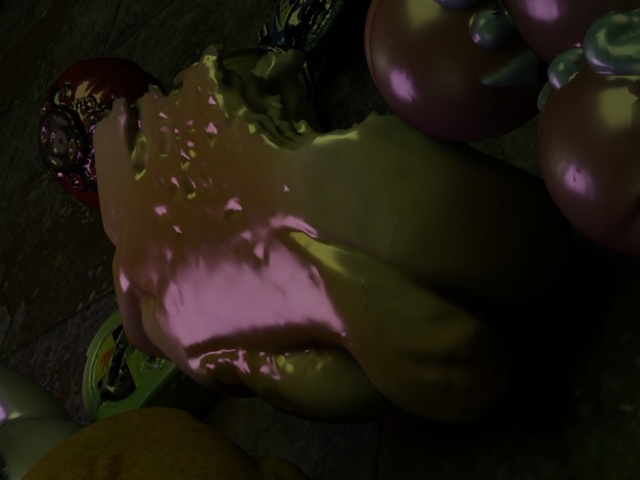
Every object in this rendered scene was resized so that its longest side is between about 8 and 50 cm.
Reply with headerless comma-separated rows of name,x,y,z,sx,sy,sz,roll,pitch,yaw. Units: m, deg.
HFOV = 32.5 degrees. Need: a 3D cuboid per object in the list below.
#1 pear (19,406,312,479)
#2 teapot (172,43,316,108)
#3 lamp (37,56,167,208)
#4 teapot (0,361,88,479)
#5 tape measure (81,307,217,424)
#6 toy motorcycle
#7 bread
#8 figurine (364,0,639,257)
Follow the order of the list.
pear,-0.122,0.289,0.828,0.314,0.314,0.314,-38,36,33
teapot,-0.084,-0.127,1.294,0.269,0.173,0.183,-22,84,49
lamp,-0.304,-0.158,1.609,0.227,0.227,0.227,-38,36,33
teapot,-0.313,0.299,1.098,0.252,0.280,0.424,-36,46,37
tape measure,-0.189,0.151,1.239,0.200,0.106,0.175,-54,43,13
toy motorcycle,-0.008,-0.303,1.377,0.169,0.113,0.315,-49,20,35
bread,-0.019,0.008,0.873,0.424,0.329,0.245,7,69,46
figurine,0.234,-0.188,0.647,0.388,0.248,0.276,-26,40,-26
